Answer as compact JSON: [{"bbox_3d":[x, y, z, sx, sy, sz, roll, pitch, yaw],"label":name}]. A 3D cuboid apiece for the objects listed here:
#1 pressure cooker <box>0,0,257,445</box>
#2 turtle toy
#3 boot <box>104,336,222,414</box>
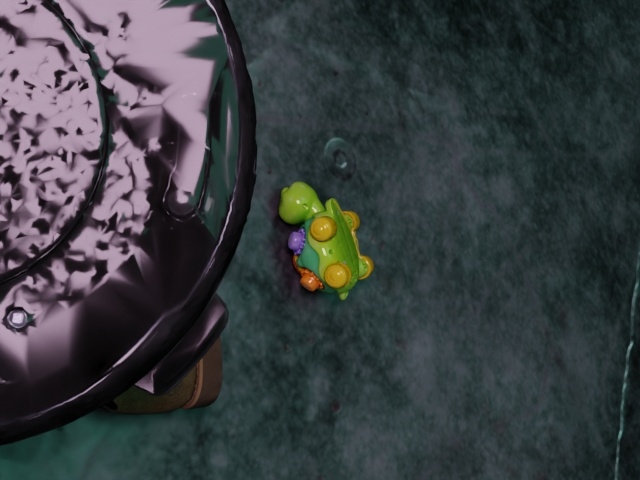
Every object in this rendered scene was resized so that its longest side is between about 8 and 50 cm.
[{"bbox_3d":[-0.246,-0.059,0.885,0.375,0.420,0.370,-6,88,-10],"label":"pressure cooker"},{"bbox_3d":[0.000,0.000,1.328,0.095,0.066,0.130,-14,85,-68],"label":"turtle toy"},{"bbox_3d":[-0.167,0.003,1.150,0.115,0.112,0.305,-5,85,-33],"label":"boot"}]
